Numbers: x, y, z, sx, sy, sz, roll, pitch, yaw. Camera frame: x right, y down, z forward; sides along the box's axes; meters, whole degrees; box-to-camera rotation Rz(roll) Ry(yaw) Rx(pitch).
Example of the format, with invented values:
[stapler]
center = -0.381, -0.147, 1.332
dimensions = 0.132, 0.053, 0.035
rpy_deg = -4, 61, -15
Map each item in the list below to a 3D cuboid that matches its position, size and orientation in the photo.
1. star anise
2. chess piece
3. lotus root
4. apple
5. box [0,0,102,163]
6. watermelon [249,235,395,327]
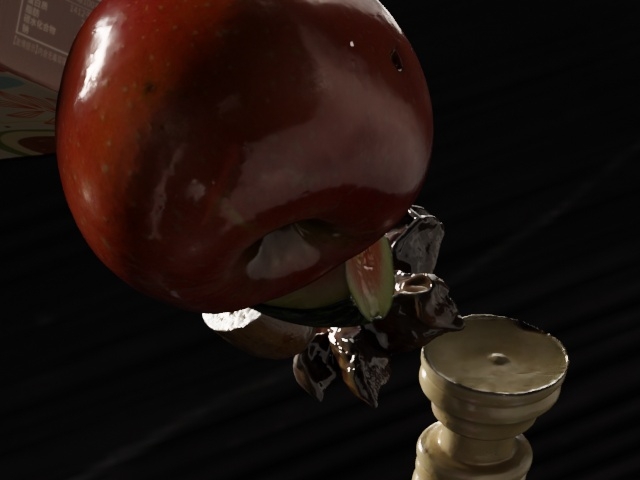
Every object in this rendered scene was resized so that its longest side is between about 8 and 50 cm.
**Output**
[star anise]
center = 0.042, 0.054, 1.881
dimensions = 0.099, 0.214, 0.220
rpy_deg = 42, 164, -33
[chess piece]
center = 0.156, 0.225, 2.066
dimensions = 0.124, 0.138, 0.307
rpy_deg = 41, 140, 31
[lotus root]
center = -0.048, 0.043, 1.782
dimensions = 0.112, 0.122, 0.081
rpy_deg = 12, 162, 45
[apple]
center = -0.054, -0.079, 1.355
dimensions = 0.260, 0.260, 0.217
rpy_deg = 120, 134, -61
[box]
center = -0.362, -0.178, 1.609
dimensions = 0.344, 0.385, 0.122
rpy_deg = -4, 72, 43
[watermelon]
center = -0.008, 0.019, 1.615
dimensions = 0.193, 0.137, 0.145
rpy_deg = 28, 167, 34
